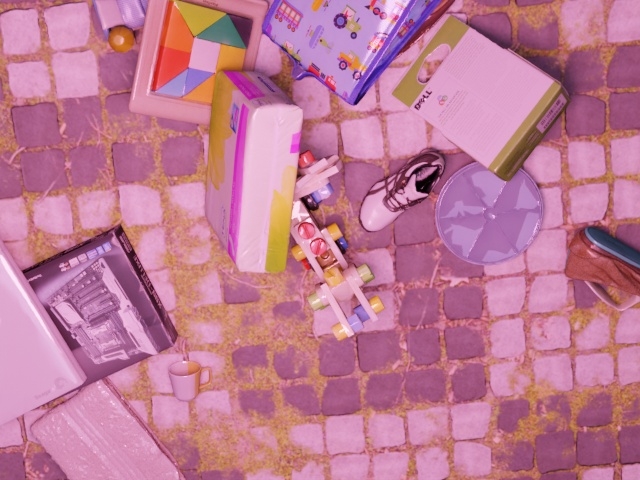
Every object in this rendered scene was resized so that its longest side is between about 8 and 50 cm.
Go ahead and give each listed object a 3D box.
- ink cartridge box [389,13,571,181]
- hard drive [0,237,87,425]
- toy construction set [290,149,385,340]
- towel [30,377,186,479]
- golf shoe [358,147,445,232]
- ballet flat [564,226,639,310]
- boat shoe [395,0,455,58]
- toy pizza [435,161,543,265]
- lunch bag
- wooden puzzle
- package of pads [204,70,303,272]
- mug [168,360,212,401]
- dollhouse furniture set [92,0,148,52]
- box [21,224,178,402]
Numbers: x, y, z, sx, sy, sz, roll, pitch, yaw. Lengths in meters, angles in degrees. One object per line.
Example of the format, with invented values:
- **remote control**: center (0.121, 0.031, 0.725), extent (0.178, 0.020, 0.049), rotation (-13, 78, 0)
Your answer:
- **ink cartridge box**: center (0.283, -0.257, 1.650), extent (0.255, 0.097, 0.188), rotation (41, 100, 25)
- **hard drive**: center (-0.587, 0.168, 1.655), extent (0.203, 0.040, 0.307), rotation (-27, 102, 5)
- **toy construction set**: center (0.000, 0.000, 1.627), extent (0.151, 0.215, 0.327), rotation (-16, 103, 1)
- **towel**: center (-0.411, 0.417, 1.793), extent (0.187, 0.049, 0.282), rotation (-36, 101, 5)
- **golf shoe**: center (0.145, -0.088, 1.676), extent (0.077, 0.094, 0.198), rotation (42, 100, -11)
- **ballet flat**: center (0.611, 0.090, 1.733), extent (0.343, 0.116, 0.124), rotation (22, 121, -6)
- **boat shoe**: center (0.161, -0.388, 1.623), extent (0.207, 0.073, 0.073), rotation (-36, 61, 10)
- **toy pizza**: center (0.313, -0.053, 1.720), extent (0.201, 0.032, 0.201), rotation (0, 104, -1)
- **lunch bag**: center (0.043, -0.389, 1.558), extent (0.221, 0.138, 0.293), rotation (41, 105, 13)
- **wooden puzzle**: center (-0.204, -0.316, 1.585), extent (0.221, 0.044, 0.238), rotation (5, 107, -36)
- **package of pads**: center (-0.120, -0.122, 1.565), extent (0.101, 0.229, 0.296), rotation (-2, 117, -22)
- **mug**: center (-0.250, 0.272, 1.761), extent (0.078, 0.062, 0.064), rotation (1, 111, 4)
- **dollhouse furniture set**: center (-0.265, -0.486, 1.516), extent (0.287, 0.198, 0.303), rotation (-15, 103, 2)
- **box**: center (-0.457, 0.145, 1.714), extent (0.308, 0.076, 0.242), rotation (-24, 102, 4)
